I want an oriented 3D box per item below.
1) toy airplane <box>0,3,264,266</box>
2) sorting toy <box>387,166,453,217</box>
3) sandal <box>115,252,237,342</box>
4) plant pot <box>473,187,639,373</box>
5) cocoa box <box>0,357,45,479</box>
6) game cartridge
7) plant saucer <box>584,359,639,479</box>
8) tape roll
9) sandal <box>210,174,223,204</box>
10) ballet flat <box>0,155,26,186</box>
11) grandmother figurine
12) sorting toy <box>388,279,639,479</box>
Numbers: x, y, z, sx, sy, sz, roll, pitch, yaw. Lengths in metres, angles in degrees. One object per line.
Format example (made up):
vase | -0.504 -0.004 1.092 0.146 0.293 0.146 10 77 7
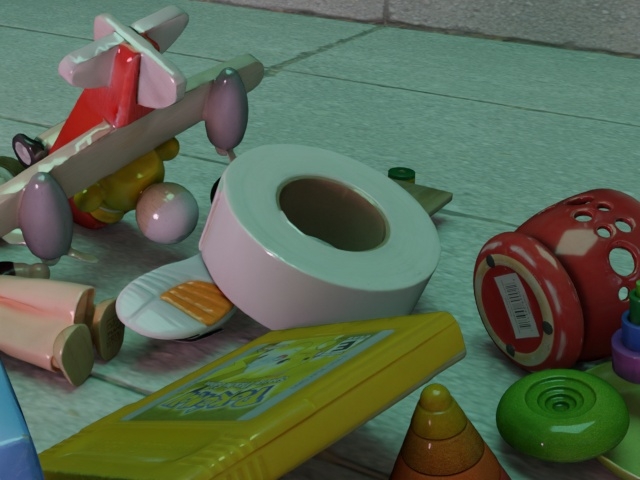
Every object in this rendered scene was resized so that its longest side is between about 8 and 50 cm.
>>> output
toy airplane | -0.249 -0.123 1.242 0.386 0.272 0.384 -36 0 9
sorting toy | 0.114 -0.045 1.426 0.132 0.046 0.274 15 27 27
sandal | -0.140 0.071 1.121 0.102 0.076 0.265 37 35 17
plant pot | 0.282 0.052 1.060 0.174 0.191 0.191 -19 30 -23
cocoa box | -0.348 0.207 0.573 0.347 0.228 0.231 -17 29 -23
game cartridge | -0.073 0.150 0.833 0.323 0.053 0.285 -22 6 -42
plant saucer | 0.366 0.194 0.924 0.241 0.037 0.241 1 25 0
tape roll | 0.000 0.000 1.143 0.286 0.100 0.286 16 36 -12
sandal | -0.084 -0.020 1.322 0.120 0.086 0.303 -21 42 6
ballet flat | -0.508 -0.043 1.274 0.124 0.116 0.342 -18 9 39
grandmother figurine | -0.399 0.069 1.083 0.342 0.104 0.208 13 18 18
sorting toy | 0.207 0.134 0.871 0.365 0.126 0.127 -25 29 -27
